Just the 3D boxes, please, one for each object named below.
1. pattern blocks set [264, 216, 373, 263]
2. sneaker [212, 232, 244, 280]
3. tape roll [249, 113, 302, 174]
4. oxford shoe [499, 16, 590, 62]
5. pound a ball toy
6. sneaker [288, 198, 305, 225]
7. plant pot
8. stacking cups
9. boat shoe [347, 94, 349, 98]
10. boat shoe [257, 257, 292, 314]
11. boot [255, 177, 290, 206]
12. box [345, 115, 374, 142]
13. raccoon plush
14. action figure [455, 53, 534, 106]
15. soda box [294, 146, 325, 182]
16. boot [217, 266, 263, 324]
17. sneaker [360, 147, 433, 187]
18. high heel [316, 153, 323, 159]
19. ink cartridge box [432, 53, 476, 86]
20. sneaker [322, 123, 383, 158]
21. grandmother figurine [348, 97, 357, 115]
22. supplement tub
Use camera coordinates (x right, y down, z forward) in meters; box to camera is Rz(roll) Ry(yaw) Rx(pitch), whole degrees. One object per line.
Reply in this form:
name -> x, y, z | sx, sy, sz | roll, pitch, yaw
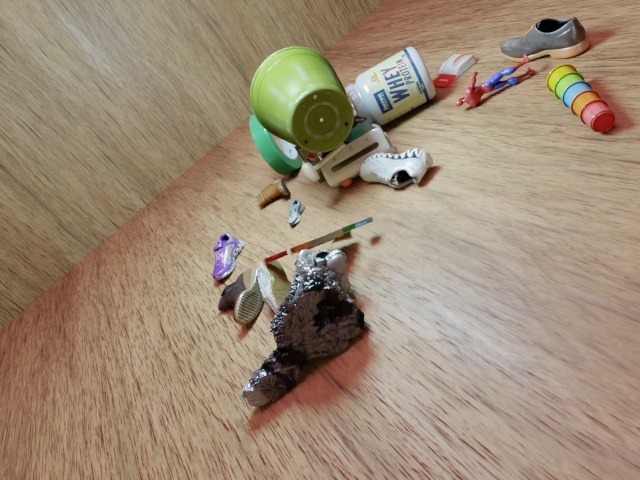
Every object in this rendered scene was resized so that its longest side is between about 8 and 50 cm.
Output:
pattern blocks set -> 0.000, 0.000, 1.596 | 0.325, 0.026, 0.285 | -22, 0, 44
sneaker -> -0.395, 0.059, 2.008 | 0.095, 0.104, 0.236 | -19, 35, 28
tape roll -> -0.203, -0.467, 2.319 | 0.077, 0.321, 0.321 | -24, 32, 23
oxford shoe -> 0.796, -0.743, 1.807 | 0.130, 0.133, 0.363 | -46, 30, -13
pound a ball toy -> 0.116, -0.292, 1.877 | 0.319, 0.136, 0.208 | -28, -5, 17
sneaker -> -0.108, -0.114, 1.983 | 0.052, 0.058, 0.135 | -20, 35, 29
plant pot -> -0.045, -0.494, 1.844 | 0.366, 0.366, 0.353 | -36, 37, 3
stacking cups -> 0.758, -0.413, 1.430 | 0.096, 0.096, 0.316 | -27, 33, 18
boat shoe -> 0.181, -0.675, 2.414 | 0.307, 0.104, 0.111 | -13, 37, 37
boat shoe -> -0.142, 0.172, 1.595 | 0.096, 0.098, 0.277 | -63, 32, 26
boot -> -0.219, -0.204, 2.224 | 0.152, 0.073, 0.197 | -36, 17, 1
box -> 0.112, -0.457, 2.015 | 0.100, 0.060, 0.244 | -34, 28, -11
raccoon plush -> -0.081, 0.200, 1.380 | 0.446, 0.216, 0.299 | -37, 21, 2
action figure -> 0.618, -0.587, 1.828 | 0.280, 0.091, 0.139 | -28, 37, 14
soda box -> -0.033, -0.332, 2.083 | 0.058, 0.181, 0.061 | -38, 30, -2
boot -> -0.286, 0.214, 1.719 | 0.207, 0.090, 0.248 | -32, 29, 37
sneaker -> 0.246, -0.241, 1.738 | 0.292, 0.110, 0.118 | -4, 53, 47
high heel -> 0.089, -0.440, 2.238 | 0.244, 0.082, 0.117 | -38, 55, -26
ink cartridge box -> 0.561, -0.740, 2.154 | 0.179, 0.045, 0.145 | -37, 29, -4
sneaker -> 0.130, -0.374, 2.049 | 0.281, 0.106, 0.162 | -25, 34, 20
grandmother figurine -> 0.194, -0.632, 2.304 | 0.342, 0.208, 0.104 | -9, -5, 28
supplement tub -> 0.292, -0.632, 2.084 | 0.325, 0.235, 0.235 | -26, 31, 13
